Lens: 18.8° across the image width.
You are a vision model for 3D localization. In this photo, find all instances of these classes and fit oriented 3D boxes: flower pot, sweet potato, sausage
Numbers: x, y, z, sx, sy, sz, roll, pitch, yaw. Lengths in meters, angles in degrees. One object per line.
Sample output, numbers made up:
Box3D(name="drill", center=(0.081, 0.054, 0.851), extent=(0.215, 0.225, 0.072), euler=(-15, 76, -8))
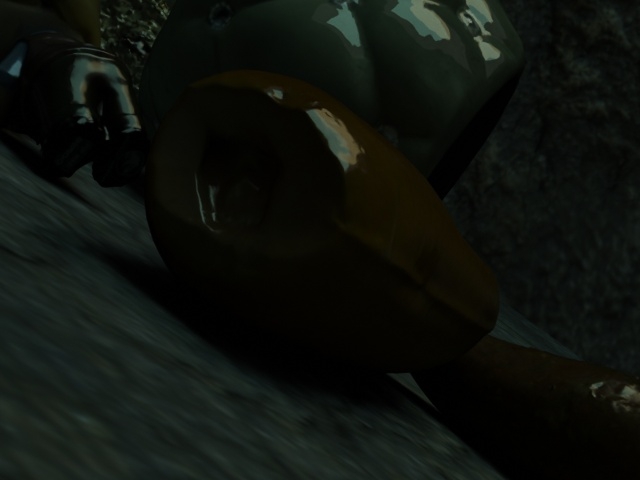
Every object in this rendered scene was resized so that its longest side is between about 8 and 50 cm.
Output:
Box3D(name="flower pot", center=(0.003, -0.096, 1.241), extent=(0.195, 0.246, 0.246), euler=(36, 4, 7))
Box3D(name="sweet potato", center=(0.179, 0.130, 1.074), extent=(0.114, 0.092, 0.341), euler=(8, 22, -44))
Box3D(name="sausage", center=(0.016, 0.008, 0.993), extent=(0.134, 0.116, 0.354), euler=(22, -4, 20))

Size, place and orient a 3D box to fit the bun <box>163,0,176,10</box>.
Box3D(name="bun", center=(-0.134, -0.216, 1.699), extent=(0.362, 0.211, 0.362), euler=(33, 4, -3))

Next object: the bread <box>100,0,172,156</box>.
Box3D(name="bread", center=(-0.123, -0.113, 1.410), extent=(0.125, 0.082, 0.106), euler=(47, -20, 33))

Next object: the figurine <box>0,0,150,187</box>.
Box3D(name="figurine", center=(-0.152, -0.096, 1.038), extent=(0.114, 0.108, 0.196), euler=(1, 41, -37))
